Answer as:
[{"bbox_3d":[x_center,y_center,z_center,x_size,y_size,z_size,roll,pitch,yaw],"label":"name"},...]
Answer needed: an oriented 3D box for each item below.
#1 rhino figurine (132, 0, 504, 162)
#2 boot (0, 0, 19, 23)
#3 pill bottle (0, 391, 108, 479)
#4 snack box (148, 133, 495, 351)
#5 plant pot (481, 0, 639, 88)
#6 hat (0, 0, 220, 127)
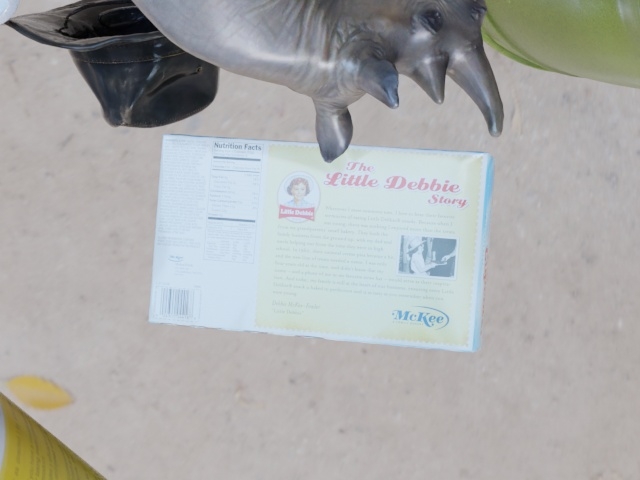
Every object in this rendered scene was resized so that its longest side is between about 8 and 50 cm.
[{"bbox_3d":[-0.034,-0.110,0.427,0.243,0.106,0.073,39,145,-10],"label":"rhino figurine"},{"bbox_3d":[-0.367,-0.337,1.415,0.095,0.123,0.258,-30,79,17],"label":"boot"},{"bbox_3d":[-0.129,0.102,0.448,0.103,0.103,0.184,-21,134,18],"label":"pill bottle"},{"bbox_3d":[0.000,0.000,1.267,0.322,0.060,0.187,5,89,13],"label":"snack box"},{"bbox_3d":[0.330,-0.291,1.240,0.366,0.353,0.366,-5,113,-13],"label":"plant pot"},{"bbox_3d":[-0.202,-0.200,1.489,0.331,0.331,0.134,3,108,11],"label":"hat"}]
